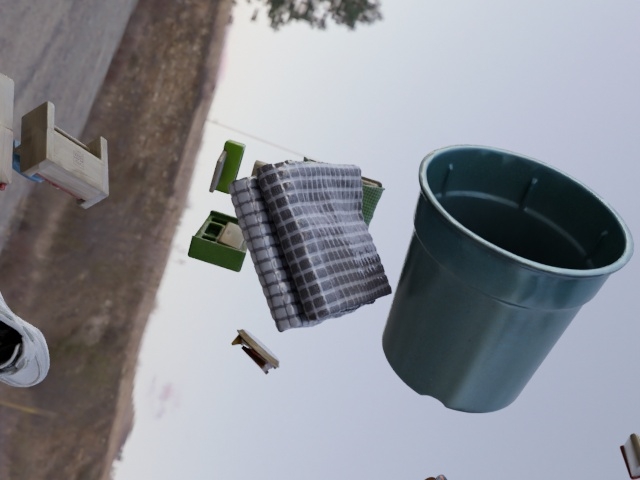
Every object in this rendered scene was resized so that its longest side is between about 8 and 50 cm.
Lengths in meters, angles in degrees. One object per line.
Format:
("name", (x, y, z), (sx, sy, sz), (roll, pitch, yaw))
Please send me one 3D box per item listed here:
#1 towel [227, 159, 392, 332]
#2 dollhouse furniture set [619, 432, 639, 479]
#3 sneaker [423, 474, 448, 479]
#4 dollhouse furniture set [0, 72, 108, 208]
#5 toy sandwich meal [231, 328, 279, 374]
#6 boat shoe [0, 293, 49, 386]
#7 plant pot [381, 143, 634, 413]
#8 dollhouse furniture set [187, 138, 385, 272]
("towel", (0.000, 0.000, 1.333), (0.121, 0.235, 0.284), (-24, 174, 24))
("dollhouse furniture set", (0.528, 0.408, 1.296), (0.135, 0.262, 0.259), (63, 14, -58))
("sneaker", (0.255, 0.484, 1.574), (0.124, 0.180, 0.321), (-42, 161, 25))
("dollhouse furniture set", (-0.315, -0.061, 0.856), (0.129, 0.184, 0.129), (-26, -126, 23))
("toy sandwich meal", (-0.089, 0.153, 1.218), (0.029, 0.085, 0.085), (-48, -165, -3))
("boat shoe", (-0.431, 0.139, 1.209), (0.267, 0.096, 0.088), (86, -22, -51))
("plant pot", (0.266, 0.074, 1.440), (0.341, 0.341, 0.334), (-92, -163, -54))
("dollhouse furniture set", (-0.055, -0.039, 1.590), (0.151, 0.302, 0.197), (-79, -173, -70))
